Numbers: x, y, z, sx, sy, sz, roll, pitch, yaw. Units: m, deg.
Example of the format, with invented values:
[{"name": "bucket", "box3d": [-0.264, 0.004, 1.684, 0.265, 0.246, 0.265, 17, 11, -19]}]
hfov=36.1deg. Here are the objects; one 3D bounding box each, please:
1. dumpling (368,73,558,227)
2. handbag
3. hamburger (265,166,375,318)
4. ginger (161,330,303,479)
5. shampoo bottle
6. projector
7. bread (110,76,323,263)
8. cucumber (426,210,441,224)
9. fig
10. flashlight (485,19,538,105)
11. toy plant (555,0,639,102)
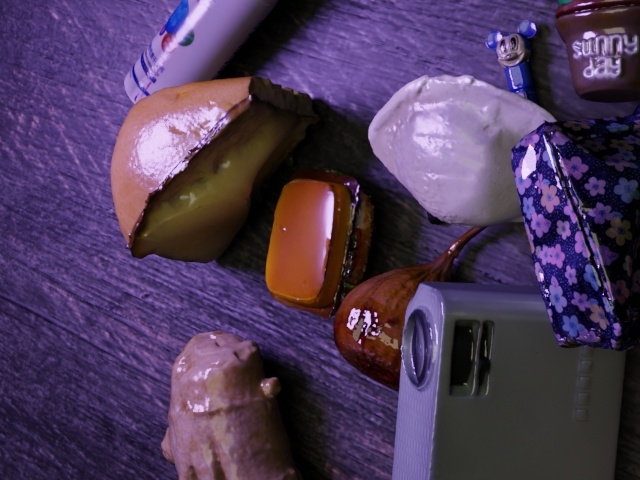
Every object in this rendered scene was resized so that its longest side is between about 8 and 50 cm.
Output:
[{"name": "dumpling", "box3d": [0.157, -0.099, 1.001, 0.216, 0.126, 0.166, 41, 145, 28]}, {"name": "handbag", "box3d": [0.290, -0.019, 0.905, 0.127, 0.208, 0.229, 136, 123, -61]}, {"name": "hamburger", "box3d": [0.000, 0.000, 1.125, 0.137, 0.087, 0.166, 16, 96, 43]}, {"name": "ginger", "box3d": [-0.090, 0.279, 1.162, 0.190, 0.126, 0.354, -31, 74, 21]}, {"name": "shampoo bottle", "box3d": [-0.118, -0.271, 1.170, 0.303, 0.092, 0.092, -44, 70, 30]}, {"name": "projector", "box3d": [0.179, 0.170, 0.965, 0.108, 0.198, 0.250, -160, 73, -73]}, {"name": "bread", "box3d": [-0.143, -0.099, 1.144, 0.162, 0.204, 0.262, 46, 108, 18]}, {"name": "cucumber", "box3d": [0.117, -0.084, 1.092, 0.033, 0.034, 0.135, -17, 83, 24]}, {"name": "fig", "box3d": [0.104, 0.061, 1.069, 0.146, 0.134, 0.201, 25, 80, -3]}, {"name": "flashlight", "box3d": [0.210, -0.170, 1.037, 0.057, 0.035, 0.121, -13, 84, 28]}, {"name": "toy plant", "box3d": [0.292, -0.237, 0.952, 0.143, 0.105, 0.200, 0, 86, 38]}]
